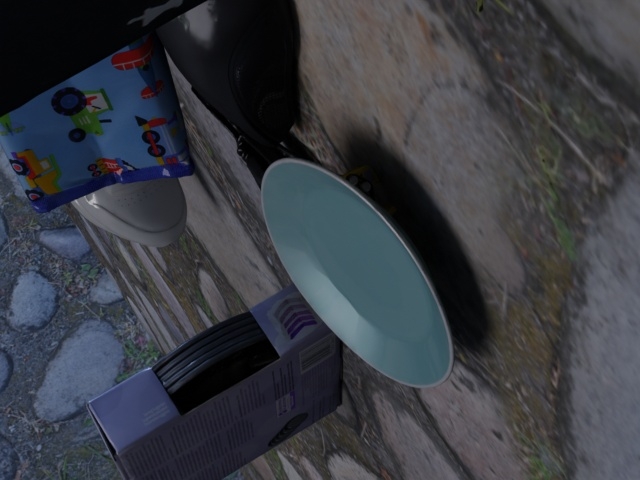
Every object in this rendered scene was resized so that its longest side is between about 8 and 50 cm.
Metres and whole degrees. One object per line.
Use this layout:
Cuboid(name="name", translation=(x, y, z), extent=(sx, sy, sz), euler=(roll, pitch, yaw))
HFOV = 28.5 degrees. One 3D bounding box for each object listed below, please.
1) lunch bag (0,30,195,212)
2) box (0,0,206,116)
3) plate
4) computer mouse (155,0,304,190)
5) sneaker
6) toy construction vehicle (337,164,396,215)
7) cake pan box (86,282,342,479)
Cuboid(name="lunch bag", translation=(-0.198, -0.207, 0.998), extent=(0.293, 0.138, 0.221), euler=(-100, -5, -47))
Cuboid(name="box", translation=(-0.190, -0.206, 0.310), extent=(0.297, 0.471, 0.480), euler=(57, 167, 6))
Cuboid(name="plate", translation=(0.029, 0.019, 0.856), extent=(0.188, 0.024, 0.188), euler=(41, 154, 25))
Cuboid(name="computer mouse", translation=(-0.069, -0.125, 0.905), extent=(0.188, 0.072, 0.272), euler=(53, 165, 27))
Cuboid(name="sneaker", translation=(-0.235, -0.118, 1.329), extent=(0.305, 0.114, 0.152), euler=(58, 159, -17))
Cuboid(name="toy construction vehicle", translation=(0.034, -0.009, 0.884), extent=(0.098, 0.035, 0.086), euler=(59, 156, -14))
Cuboid(name="cake pan box", translation=(-0.096, 0.165, 1.257), extent=(0.070, 0.245, 0.267), euler=(53, 166, 21))
